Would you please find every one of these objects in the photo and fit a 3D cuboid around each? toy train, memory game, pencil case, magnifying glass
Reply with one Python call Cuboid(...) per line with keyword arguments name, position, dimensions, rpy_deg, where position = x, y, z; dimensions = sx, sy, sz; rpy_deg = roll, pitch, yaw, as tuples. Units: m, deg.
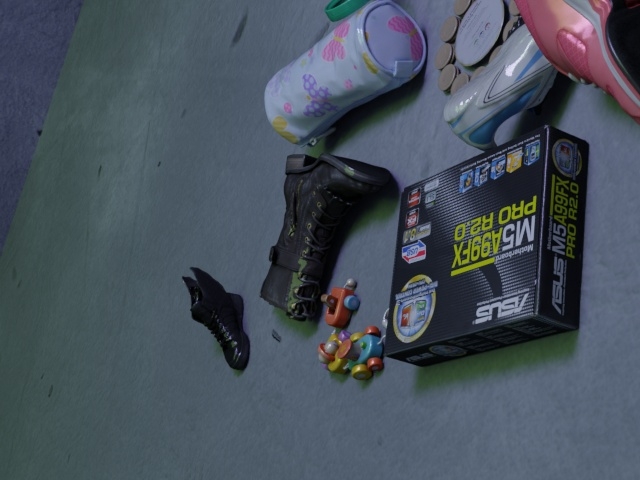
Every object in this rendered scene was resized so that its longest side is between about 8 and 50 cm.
Cuboid(name="toy train", position=(0.034, 0.112, 1.621), dimensions=(0.166, 0.046, 0.125), rpy_deg=(15, 87, 63))
Cuboid(name="memory game", position=(0.202, -0.262, 1.584), dimensions=(0.186, 0.012, 0.186), rpy_deg=(-39, 42, 46))
Cuboid(name="pencil case", position=(0.029, -0.230, 1.769), dimensions=(0.273, 0.113, 0.124), rpy_deg=(-30, 53, 51))
Cuboid(name="magnifying glass", position=(0.057, -0.363, 1.796), dimensions=(0.092, 0.026, 0.231), rpy_deg=(-30, 19, 20))

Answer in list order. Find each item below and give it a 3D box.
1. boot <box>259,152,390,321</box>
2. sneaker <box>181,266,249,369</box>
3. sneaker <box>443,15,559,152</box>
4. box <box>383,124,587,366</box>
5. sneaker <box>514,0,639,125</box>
Cuboid(name="boot", position=(0.000, 0.000, 1.731), dimensions=(0.263, 0.091, 0.229), rpy_deg=(8, 86, 66))
Cuboid(name="sneaker", position=(-0.162, 0.119, 1.924), dimensions=(0.051, 0.089, 0.170), rpy_deg=(-49, 34, 35))
Cuboid(name="sneaker", position=(0.240, -0.199, 1.411), dimensions=(0.237, 0.086, 0.085), rpy_deg=(-47, 19, 9))
Cuboid(name="box", position=(0.179, 0.013, 1.405), dimensions=(0.270, 0.060, 0.216), rpy_deg=(-23, 54, 55))
Cuboid(name="sneaker", position=(0.292, -0.202, 1.267), dimensions=(0.314, 0.116, 0.136), rpy_deg=(60, 160, 27))
